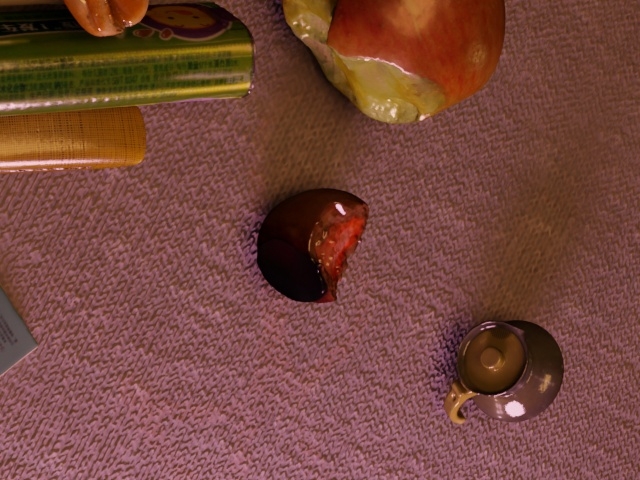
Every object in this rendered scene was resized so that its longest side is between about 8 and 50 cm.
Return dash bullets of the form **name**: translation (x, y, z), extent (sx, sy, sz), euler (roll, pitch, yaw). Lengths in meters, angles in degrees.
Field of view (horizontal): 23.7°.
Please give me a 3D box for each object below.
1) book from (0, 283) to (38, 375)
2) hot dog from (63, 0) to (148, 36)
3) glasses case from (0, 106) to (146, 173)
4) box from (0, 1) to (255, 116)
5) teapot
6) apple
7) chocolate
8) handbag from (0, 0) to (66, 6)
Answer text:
- **book**: translation (-0.489, 0.125, 1.534), extent (0.379, 0.031, 0.264), euler (-40, 122, -25)
- **hot dog**: translation (-0.239, -0.314, 1.467), extent (0.102, 0.076, 0.249), euler (-37, 126, -27)
- **glasses case**: translation (-0.301, -0.112, 1.628), extent (0.234, 0.064, 0.079), euler (-4, 80, -26)
- **box**: translation (-0.250, -0.187, 1.600), extent (0.345, 0.134, 0.097), euler (-8, 121, -30)
- **teapot**: translation (0.220, 0.169, 1.899), extent (0.166, 0.130, 0.119), euler (-40, 148, 13)
- **apple**: translation (0.084, -0.243, 1.711), extent (0.246, 0.246, 0.226), euler (-32, 121, -20)
- **chocolate**: translation (0.000, 0.000, 1.768), extent (0.127, 0.124, 0.133), euler (47, 44, 8)
- **handbag**: translation (-0.390, -0.343, 1.505), extent (0.358, 0.160, 0.236), euler (-7, 107, -27)
